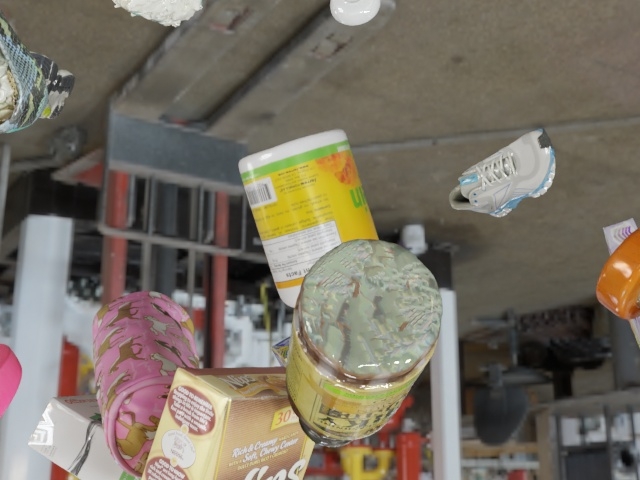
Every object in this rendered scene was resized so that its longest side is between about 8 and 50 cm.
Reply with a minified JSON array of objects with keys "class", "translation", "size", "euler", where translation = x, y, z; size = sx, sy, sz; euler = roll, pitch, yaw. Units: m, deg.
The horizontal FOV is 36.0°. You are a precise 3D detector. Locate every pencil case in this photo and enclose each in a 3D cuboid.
[{"class":"pencil case","translation":[-0.236,0.193,1.403],"size":[0.160,0.167,0.386],"euler":[-20,-160,-10]}]

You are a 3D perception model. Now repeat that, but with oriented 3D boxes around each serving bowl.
[{"class":"serving bowl","translation":[0.055,-0.392,1.603],"size":[0.083,0.083,0.027],"euler":[-3,154,9]}]

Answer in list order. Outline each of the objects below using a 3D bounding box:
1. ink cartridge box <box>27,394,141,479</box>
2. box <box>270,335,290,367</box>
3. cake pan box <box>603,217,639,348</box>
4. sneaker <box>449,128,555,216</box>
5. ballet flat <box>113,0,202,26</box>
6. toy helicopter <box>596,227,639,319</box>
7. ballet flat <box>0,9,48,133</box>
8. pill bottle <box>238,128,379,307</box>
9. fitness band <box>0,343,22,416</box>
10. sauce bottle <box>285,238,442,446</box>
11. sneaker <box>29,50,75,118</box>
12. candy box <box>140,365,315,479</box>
[{"class":"ink cartridge box","translation":[-0.331,0.337,1.584],"size":[0.219,0.093,0.160],"euler":[27,-179,16]},{"class":"box","translation":[-0.042,0.211,1.755],"size":[0.054,0.059,0.169],"euler":[-29,-174,-10]},{"class":"cake pan box","translation":[0.628,0.124,1.904],"size":[0.070,0.246,0.267],"euler":[-20,138,10]},{"class":"sneaker","translation":[0.216,-0.075,1.203],"size":[0.083,0.071,0.191],"euler":[-3,158,-19]},{"class":"ballet flat","translation":[-0.221,-0.484,1.272],"size":[0.147,0.409,0.147],"euler":[-1,-167,0]},{"class":"toy helicopter","translation":[0.410,0.031,0.889],"size":[0.140,0.235,0.355],"euler":[40,-174,36]},{"class":"ballet flat","translation":[-0.245,-0.149,0.633],"size":[0.070,0.070,0.188],"euler":[-16,120,40]},{"class":"pill bottle","translation":[0.000,0.000,1.194],"size":[0.136,0.246,0.136],"euler":[-17,-176,1]},{"class":"fitness band","translation":[-0.446,0.201,1.070],"size":[0.291,0.209,0.054],"euler":[-19,111,28]},{"class":"sauce bottle","translation":[0.026,0.109,0.847],"size":[0.111,0.111,0.344],"euler":[1,158,-3]},{"class":"sneaker","translation":[-0.473,-0.246,1.545],"size":[0.110,0.107,0.275],"euler":[23,180,-3]},{"class":"candy box","translation":[-0.117,0.299,1.092],"size":[0.087,0.316,0.183],"euler":[24,-171,35]}]
